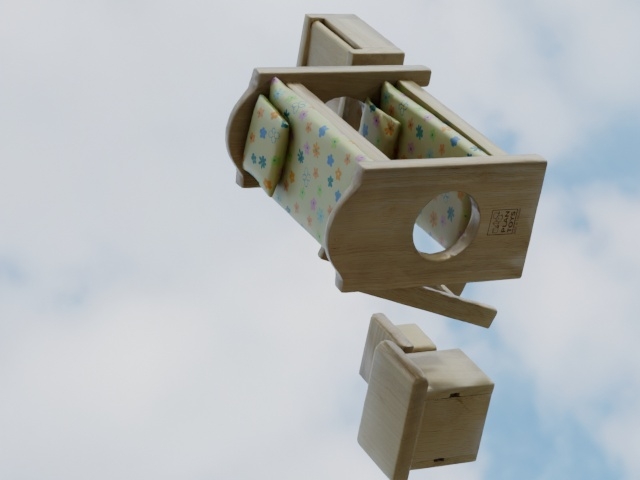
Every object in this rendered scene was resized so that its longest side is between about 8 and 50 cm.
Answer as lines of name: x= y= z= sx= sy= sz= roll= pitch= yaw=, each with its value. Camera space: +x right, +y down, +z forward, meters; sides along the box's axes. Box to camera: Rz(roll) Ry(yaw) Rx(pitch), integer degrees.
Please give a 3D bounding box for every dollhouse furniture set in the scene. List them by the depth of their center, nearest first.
dollhouse furniture set: x=0.000 y=0.000 z=0.867 sx=0.101 sy=0.182 sz=0.161 roll=-4 pitch=-62 yaw=-28
